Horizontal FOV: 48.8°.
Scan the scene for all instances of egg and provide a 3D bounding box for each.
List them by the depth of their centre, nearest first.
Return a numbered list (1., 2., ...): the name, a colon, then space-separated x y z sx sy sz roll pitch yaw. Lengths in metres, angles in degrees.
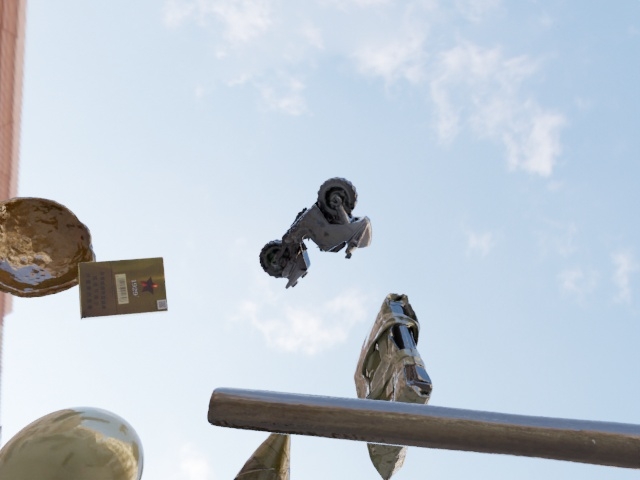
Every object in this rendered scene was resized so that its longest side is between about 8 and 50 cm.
1. egg: -0.374 0.343 1.027 0.241 0.186 0.186 -25 -82 0

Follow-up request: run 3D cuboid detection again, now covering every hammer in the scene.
1. hammer: 0.101 0.136 0.493 0.365 0.111 0.043 4 -57 7

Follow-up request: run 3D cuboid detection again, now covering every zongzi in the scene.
1. zongzi: -0.113 0.562 1.527 0.145 0.300 0.274 16 -36 18

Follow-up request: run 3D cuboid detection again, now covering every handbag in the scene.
1. handbag: 0.144 0.278 1.423 0.109 0.316 0.253 9 -55 -12

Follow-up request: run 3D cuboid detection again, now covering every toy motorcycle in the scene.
1. toy motorcycle: 0.000 0.000 1.440 0.159 0.106 0.270 42 -68 -2

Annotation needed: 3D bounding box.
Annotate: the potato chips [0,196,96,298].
1. potato chips: -0.496 0.019 1.216 0.195 0.208 0.062 46 -45 -15

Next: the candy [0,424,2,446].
1. candy: -0.800 0.504 1.644 0.073 0.160 0.092 12 -62 -9

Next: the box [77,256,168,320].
1. box: -0.310 0.075 1.105 0.133 0.023 0.090 -4 -103 -21
